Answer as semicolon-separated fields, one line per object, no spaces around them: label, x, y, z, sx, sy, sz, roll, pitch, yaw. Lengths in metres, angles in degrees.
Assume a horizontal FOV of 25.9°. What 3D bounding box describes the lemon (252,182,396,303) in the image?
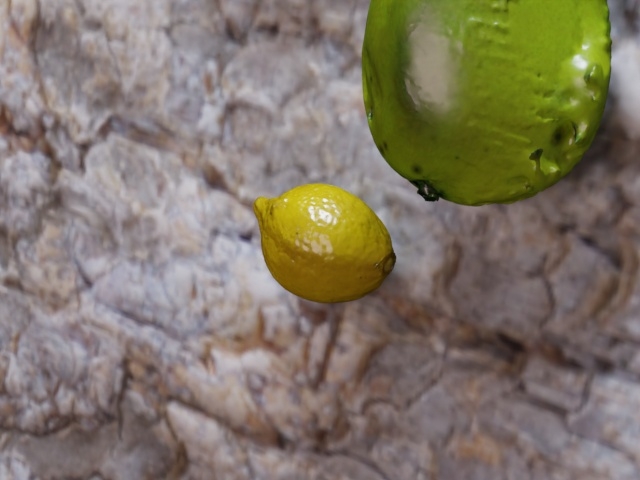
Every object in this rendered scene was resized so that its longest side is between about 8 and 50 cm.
lemon;0.000;0.000;0.759;0.092;0.065;0.065;25;108;24

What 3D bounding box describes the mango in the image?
mango;0.083;-0.104;0.677;0.119;0.100;0.179;10;93;-4
